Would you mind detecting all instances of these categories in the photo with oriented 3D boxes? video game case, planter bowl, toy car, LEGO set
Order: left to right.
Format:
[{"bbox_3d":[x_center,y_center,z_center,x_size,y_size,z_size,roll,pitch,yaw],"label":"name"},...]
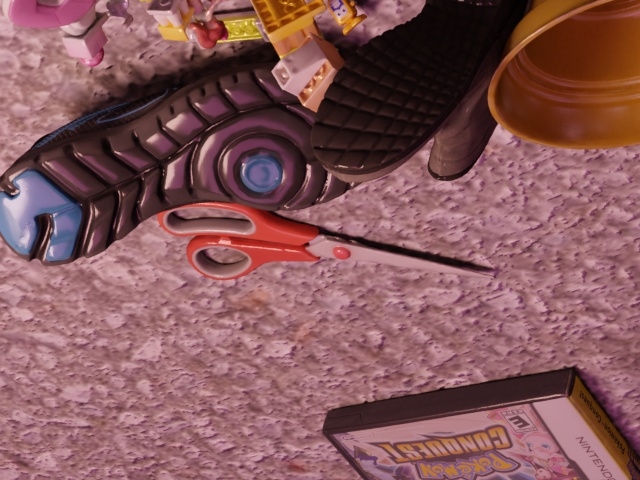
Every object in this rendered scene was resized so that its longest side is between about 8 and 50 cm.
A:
[{"bbox_3d":[-0.055,-0.153,1.457,0.287,0.132,0.107,19,153,37],"label":"LEGO set"},{"bbox_3d":[0.031,-0.197,1.436,0.122,0.060,0.040,-40,82,40],"label":"toy car"},{"bbox_3d":[0.178,0.231,1.896,0.275,0.035,0.248,-13,132,33],"label":"video game case"},{"bbox_3d":[0.216,-0.154,1.357,0.217,0.090,0.217,-7,154,-4],"label":"planter bowl"}]

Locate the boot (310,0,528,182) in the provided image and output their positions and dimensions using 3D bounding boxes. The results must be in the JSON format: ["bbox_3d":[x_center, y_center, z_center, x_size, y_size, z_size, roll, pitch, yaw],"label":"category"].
[{"bbox_3d":[0.087,-0.092,1.378,0.083,0.246,0.161,23,148,24],"label":"boot"}]

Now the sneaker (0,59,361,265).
[{"bbox_3d":[-0.099,-0.086,1.576,0.341,0.140,0.125,-12,114,8],"label":"sneaker"}]

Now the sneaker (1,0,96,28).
[{"bbox_3d":[-0.180,-0.269,1.401,0.095,0.104,0.236,-1,137,-44],"label":"sneaker"}]

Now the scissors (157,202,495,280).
[{"bbox_3d":[0.000,0.000,1.703,0.297,0.021,0.109,2,137,22],"label":"scissors"}]
